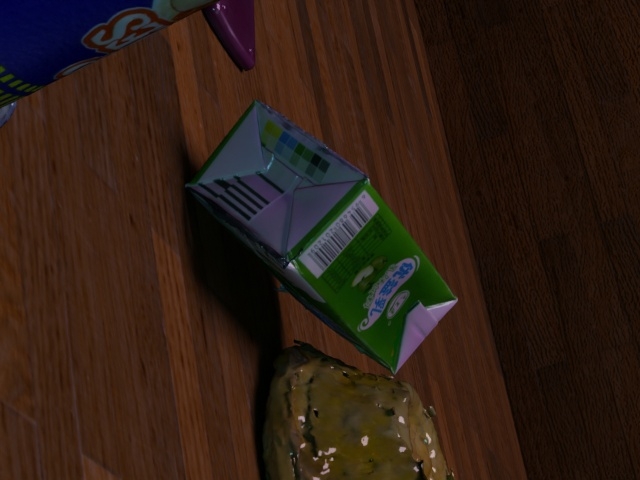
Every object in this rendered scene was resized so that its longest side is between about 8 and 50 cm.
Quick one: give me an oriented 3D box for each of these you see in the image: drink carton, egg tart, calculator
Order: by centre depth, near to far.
[{"bbox_3d":[0.000,0.000,1.535,0.161,0.108,0.271,38,-7,34],"label":"drink carton"},{"bbox_3d":[0.058,0.244,1.568,0.345,0.132,0.345,-19,90,-80],"label":"egg tart"},{"bbox_3d":[-0.101,-0.286,1.811,0.127,0.034,0.190,57,21,-58],"label":"calculator"}]

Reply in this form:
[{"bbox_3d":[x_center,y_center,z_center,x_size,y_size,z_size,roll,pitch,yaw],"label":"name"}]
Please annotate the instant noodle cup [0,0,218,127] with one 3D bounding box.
[{"bbox_3d":[-0.115,-0.242,1.007,0.284,0.312,0.284,-18,90,-78],"label":"instant noodle cup"}]
